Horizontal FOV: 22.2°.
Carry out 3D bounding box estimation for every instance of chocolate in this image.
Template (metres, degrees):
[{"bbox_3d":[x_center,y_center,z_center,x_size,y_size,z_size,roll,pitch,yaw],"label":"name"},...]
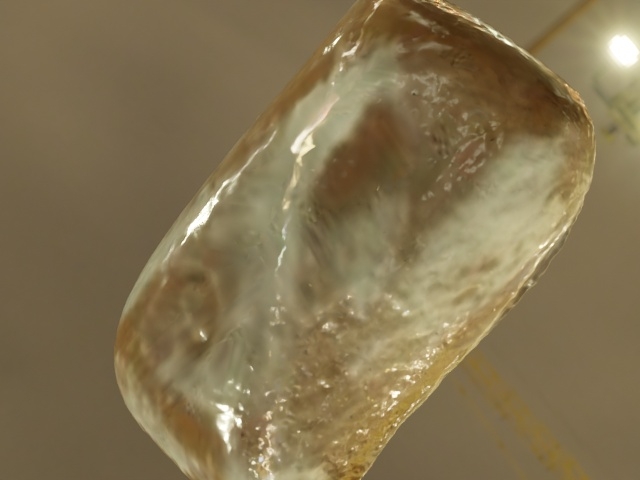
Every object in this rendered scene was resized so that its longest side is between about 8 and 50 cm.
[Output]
[{"bbox_3d":[0.000,0.001,0.737,0.157,0.254,0.080,40,-176,31],"label":"chocolate"}]
